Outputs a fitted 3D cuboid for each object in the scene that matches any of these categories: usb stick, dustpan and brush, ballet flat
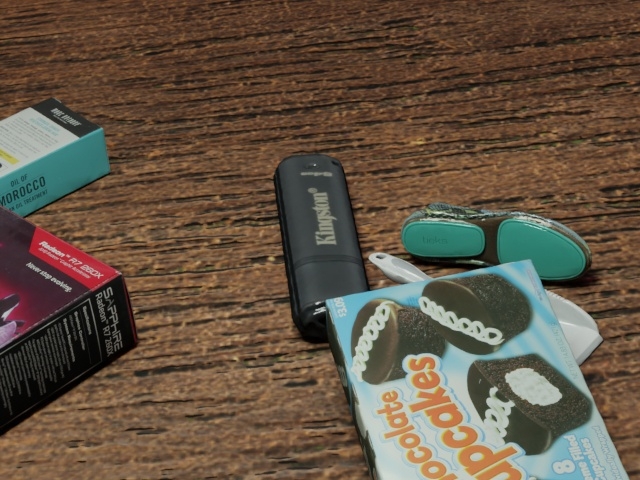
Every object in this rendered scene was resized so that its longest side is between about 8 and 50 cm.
[{"bbox_3d":[0.000,0.000,1.627,0.077,0.045,0.278,-8,35,-2],"label":"usb stick"},{"bbox_3d":[0.131,0.066,1.501,0.211,0.060,0.147,21,43,32],"label":"dustpan and brush"},{"bbox_3d":[0.173,-0.005,1.600,0.188,0.070,0.070,11,38,17],"label":"ballet flat"}]

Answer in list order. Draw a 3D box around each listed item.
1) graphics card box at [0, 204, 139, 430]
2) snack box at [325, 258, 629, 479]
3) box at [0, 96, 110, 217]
[{"bbox_3d":[-0.378,0.105,1.490,0.232,0.094,0.371,27,47,37],"label":"graphics card box"},{"bbox_3d":[0.129,0.159,1.335,0.187,0.060,0.322,-11,45,-7],"label":"snack box"},{"bbox_3d":[-0.350,-0.063,1.750,0.244,0.060,0.100,-30,42,-30],"label":"box"}]
